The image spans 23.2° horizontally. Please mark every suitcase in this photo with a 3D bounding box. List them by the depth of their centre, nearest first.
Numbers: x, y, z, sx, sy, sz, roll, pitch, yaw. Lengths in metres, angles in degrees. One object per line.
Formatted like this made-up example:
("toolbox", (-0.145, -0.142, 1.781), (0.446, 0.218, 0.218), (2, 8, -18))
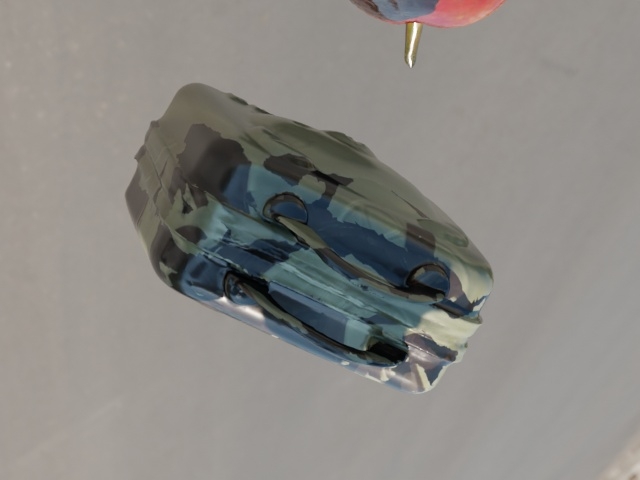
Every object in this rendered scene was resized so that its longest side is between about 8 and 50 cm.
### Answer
("suitcase", (0.000, 0.000, 1.512), (0.194, 0.352, 0.339), (-60, -158, 12))

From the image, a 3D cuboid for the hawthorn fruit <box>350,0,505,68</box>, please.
("hawthorn fruit", (0.128, -0.373, 1.822), (0.285, 0.285, 0.368), (-23, 126, -41))
